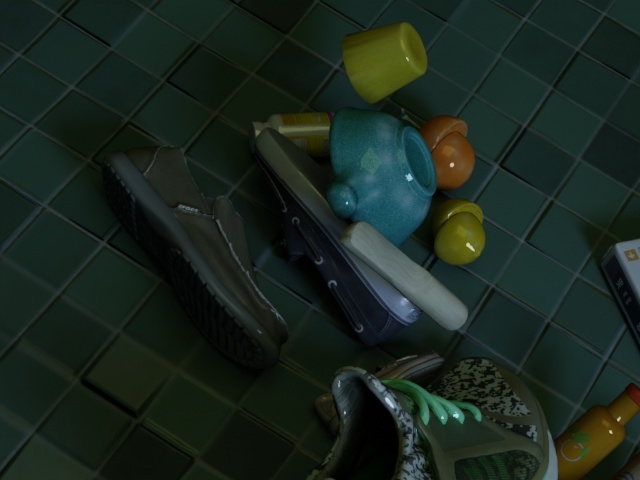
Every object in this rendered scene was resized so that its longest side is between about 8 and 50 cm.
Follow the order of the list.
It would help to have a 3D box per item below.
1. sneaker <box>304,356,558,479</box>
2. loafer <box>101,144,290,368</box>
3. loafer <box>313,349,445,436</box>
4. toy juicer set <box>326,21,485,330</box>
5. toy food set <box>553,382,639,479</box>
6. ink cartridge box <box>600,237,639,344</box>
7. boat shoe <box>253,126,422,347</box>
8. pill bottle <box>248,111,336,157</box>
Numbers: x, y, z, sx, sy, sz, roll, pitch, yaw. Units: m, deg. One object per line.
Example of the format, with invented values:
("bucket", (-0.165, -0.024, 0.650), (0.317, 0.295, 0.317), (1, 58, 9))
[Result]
("sneaker", (0.074, 0.163, 1.278), (0.158, 0.182, 0.410), (-8, 20, 23))
("loafer", (-0.097, 0.002, 1.471), (0.087, 0.094, 0.251), (-29, 68, -22))
("loafer", (0.051, 0.125, 1.458), (0.125, 0.045, 0.039), (-29, 61, -24))
("toy juicer set", (0.068, -0.031, 1.491), (0.089, 0.209, 0.329), (-19, 35, 25))
("toy food set", (0.288, 0.232, 1.369), (0.111, 0.104, 0.232), (36, 15, -37))
("ink cartridge box", (0.397, 0.078, 1.561), (0.206, 0.045, 0.208), (-11, 60, -19))
("boat shoe", (0.000, 0.000, 1.511), (0.076, 0.080, 0.228), (-43, 77, 14))
("pill bottle", (-0.024, -0.100, 1.583), (0.083, 0.043, 0.043), (-3, 59, -15))
